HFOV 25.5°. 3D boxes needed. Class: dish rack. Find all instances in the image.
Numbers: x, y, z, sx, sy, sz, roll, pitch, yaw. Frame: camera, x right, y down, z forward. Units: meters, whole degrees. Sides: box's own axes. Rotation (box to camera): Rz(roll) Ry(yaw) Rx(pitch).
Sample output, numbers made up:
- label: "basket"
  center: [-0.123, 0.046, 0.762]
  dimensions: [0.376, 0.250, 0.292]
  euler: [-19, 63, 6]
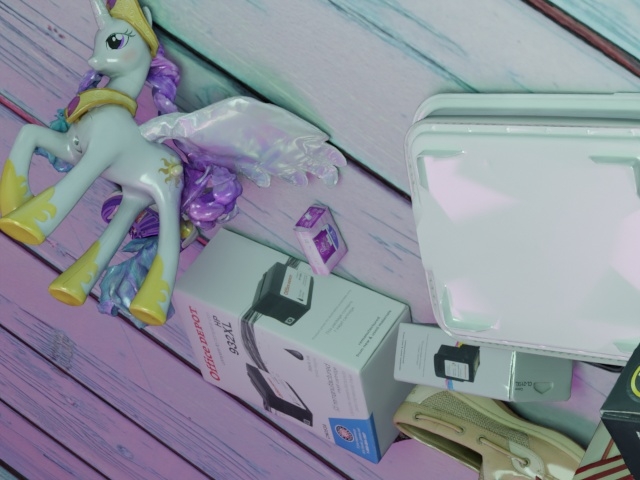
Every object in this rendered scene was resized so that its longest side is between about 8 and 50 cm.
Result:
- label: "dish rack"
  center: [0.226, -0.001, 1.396]
  dimensions: [0.332, 0.072, 0.286]
  euler: [6, 117, 39]

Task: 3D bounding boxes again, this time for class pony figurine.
- label: "pony figurine"
  center: [-0.194, -0.087, 1.645]
  dimensions: [0.351, 0.364, 0.302]
  euler: [37, 147, -31]

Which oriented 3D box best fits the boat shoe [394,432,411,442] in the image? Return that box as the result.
- label: "boat shoe"
  center: [0.109, 0.268, 2.032]
  dimensions: [0.152, 0.049, 0.056]
  euler: [4, 135, 45]

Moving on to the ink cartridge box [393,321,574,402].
- label: "ink cartridge box"
  center: [0.195, 0.143, 1.677]
  dimensions: [0.175, 0.072, 0.127]
  euler: [6, 180, 43]

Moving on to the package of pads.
- label: "package of pads"
  center: [0.000, 0.000, 1.779]
  dimensions: [0.032, 0.050, 0.083]
  euler: [13, 142, 38]

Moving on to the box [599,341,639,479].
- label: "box"
  center: [0.423, 0.177, 1.281]
  dimensions: [0.097, 0.318, 0.395]
  euler: [0, 132, 45]

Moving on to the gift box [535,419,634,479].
- label: "gift box"
  center: [0.401, 0.300, 1.566]
  dimensions: [0.276, 0.255, 0.258]
  euler: [46, 141, -5]

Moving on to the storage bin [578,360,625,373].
- label: "storage bin"
  center: [0.264, 0.054, 1.527]
  dimensions: [0.180, 0.084, 0.122]
  euler: [19, 146, 32]

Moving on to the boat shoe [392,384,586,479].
- label: "boat shoe"
  center: [0.247, 0.290, 1.803]
  dimensions: [0.341, 0.110, 0.122]
  euler: [32, 158, 29]

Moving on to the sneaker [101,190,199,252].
- label: "sneaker"
  center: [-0.255, -0.021, 2.014]
  dimensions: [0.169, 0.071, 0.068]
  euler: [17, 144, 35]

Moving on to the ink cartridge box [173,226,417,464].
- label: "ink cartridge box"
  center: [-0.030, 0.143, 1.931]
  dimensions: [0.307, 0.129, 0.223]
  euler: [22, 147, 27]
